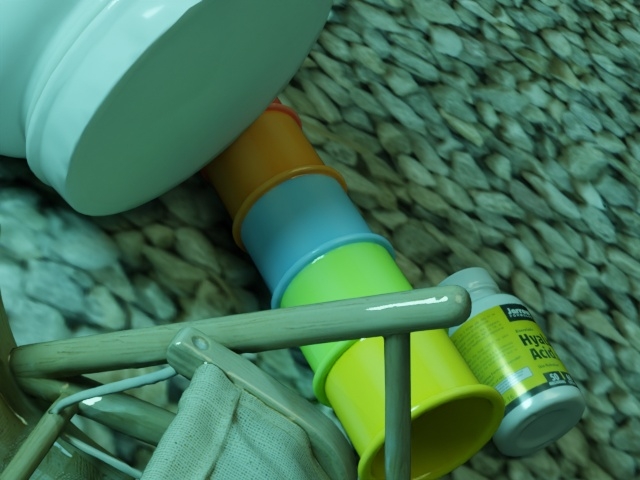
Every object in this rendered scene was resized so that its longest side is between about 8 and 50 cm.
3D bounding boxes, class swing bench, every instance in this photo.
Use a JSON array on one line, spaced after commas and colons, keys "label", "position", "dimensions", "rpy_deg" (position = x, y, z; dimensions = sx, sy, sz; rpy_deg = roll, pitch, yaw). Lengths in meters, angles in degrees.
[{"label": "swing bench", "position": [-0.086, 0.128, 0.679], "dimensions": [0.255, 0.165, 0.253], "rpy_deg": [7, 30, 14]}]

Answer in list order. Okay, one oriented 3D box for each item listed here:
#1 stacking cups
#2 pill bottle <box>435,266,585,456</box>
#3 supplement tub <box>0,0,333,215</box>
[{"label": "stacking cups", "position": [0.000, 0.000, 1.006], "dimensions": [0.096, 0.096, 0.316], "rpy_deg": [4, 45, -41]}, {"label": "pill bottle", "position": [0.116, 0.076, 1.051], "dimensions": [0.065, 0.065, 0.116], "rpy_deg": [3, 45, -42]}, {"label": "supplement tub", "position": [-0.175, -0.200, 0.960], "dimensions": [0.331, 0.241, 0.241], "rpy_deg": [46, 33, 15]}]
